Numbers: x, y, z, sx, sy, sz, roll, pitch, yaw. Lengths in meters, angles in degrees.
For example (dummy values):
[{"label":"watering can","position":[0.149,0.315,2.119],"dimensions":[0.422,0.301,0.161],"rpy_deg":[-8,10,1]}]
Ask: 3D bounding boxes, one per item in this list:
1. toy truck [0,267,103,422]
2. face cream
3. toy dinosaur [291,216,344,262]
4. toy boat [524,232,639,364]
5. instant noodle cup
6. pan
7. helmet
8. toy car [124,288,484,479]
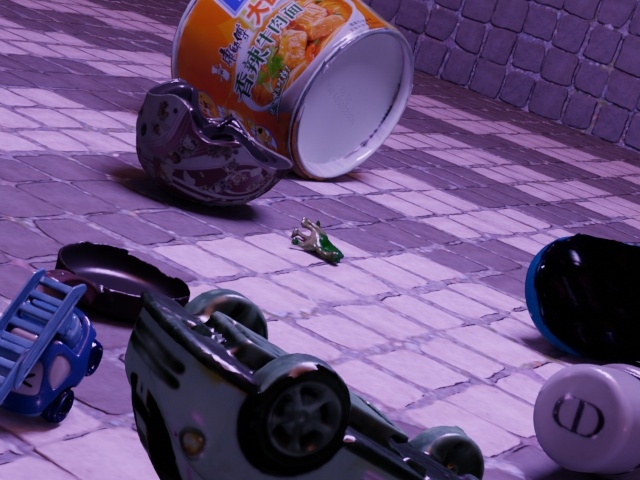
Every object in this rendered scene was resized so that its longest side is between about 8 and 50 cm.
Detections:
[{"label":"toy truck","position":[-0.189,0.087,0.873],"dimensions":[0.063,0.074,0.136],"rpy_deg":[19,54,13]},{"label":"face cream","position":[0.278,0.151,1.155],"dimensions":[0.143,0.089,0.314],"rpy_deg":[26,8,36]},{"label":"toy dinosaur","position":[0.000,0.000,1.524],"dimensions":[0.060,0.029,0.119],"rpy_deg":[33,8,-4]},{"label":"toy boat","position":[0.327,0.077,1.487],"dimensions":[0.299,0.134,0.092],"rpy_deg":[8,-20,-27]},{"label":"instant noodle cup","position":[-0.025,-0.225,1.879],"dimensions":[0.214,0.296,0.296],"rpy_deg":[37,22,31]},{"label":"pan","position":[-0.173,0.038,1.102],"dimensions":[0.115,0.040,0.212],"rpy_deg":[21,7,12]},{"label":"helmet","position":[-0.131,-0.092,1.548],"dimensions":[0.177,0.107,0.153],"rpy_deg":[35,8,-12]},{"label":"toy car","position":[0.013,0.139,0.774],"dimensions":[0.306,0.125,0.136],"rpy_deg":[36,-1,-28]}]
